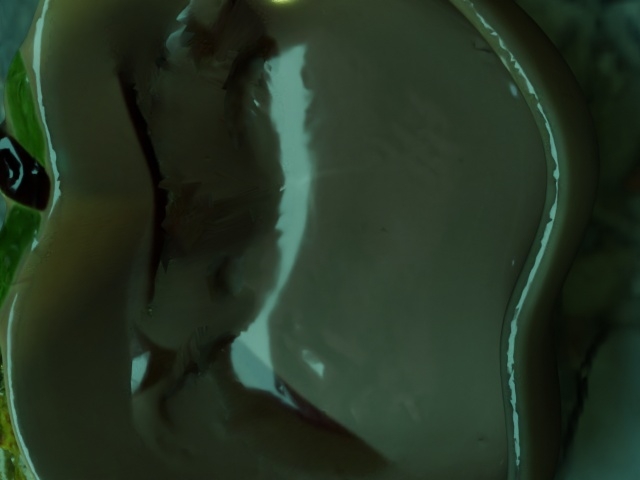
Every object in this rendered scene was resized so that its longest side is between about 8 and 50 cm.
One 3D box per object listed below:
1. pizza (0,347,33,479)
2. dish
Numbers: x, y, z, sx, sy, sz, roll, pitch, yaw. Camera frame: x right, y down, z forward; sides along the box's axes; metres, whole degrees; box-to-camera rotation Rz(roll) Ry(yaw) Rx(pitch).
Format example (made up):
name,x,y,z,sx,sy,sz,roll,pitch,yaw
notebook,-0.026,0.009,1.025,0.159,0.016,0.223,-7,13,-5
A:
name,x,y,z,sx,sy,sz,roll,pitch,yaw
pizza,-0.084,0.076,0.596,0.108,0.026,0.123,-24,79,35
dish,0.000,0.000,0.481,0.213,0.090,0.213,5,99,36
